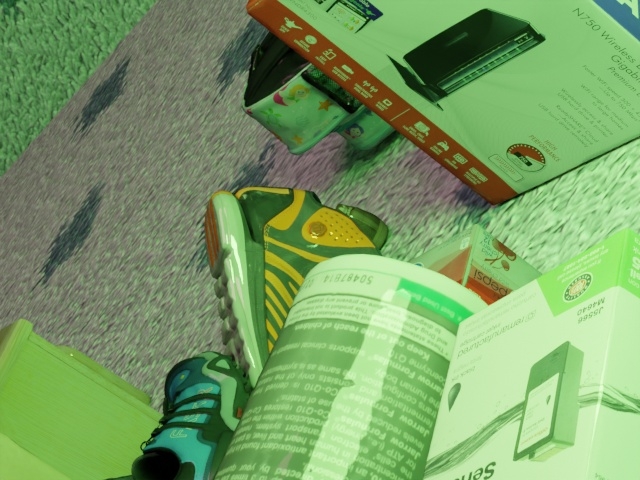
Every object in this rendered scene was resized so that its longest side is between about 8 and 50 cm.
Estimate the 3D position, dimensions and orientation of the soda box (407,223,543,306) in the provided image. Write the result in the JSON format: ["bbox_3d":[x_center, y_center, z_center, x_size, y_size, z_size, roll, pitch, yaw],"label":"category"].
[{"bbox_3d":[0.086,0.085,1.668,0.263,0.092,0.083,-32,31,45],"label":"soda box"}]

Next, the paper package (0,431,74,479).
[{"bbox_3d":[-0.308,0.397,1.728,0.168,0.309,0.325,-26,34,56],"label":"paper package"}]

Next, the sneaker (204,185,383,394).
[{"bbox_3d":[-0.010,0.087,1.839,0.124,0.180,0.321,126,137,-67],"label":"sneaker"}]

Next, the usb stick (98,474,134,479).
[{"bbox_3d":[-0.166,0.264,1.733,0.045,0.278,0.077,-44,68,23],"label":"usb stick"}]

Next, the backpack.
[{"bbox_3d":[0.028,-0.222,2.133,0.253,0.191,0.225,-36,24,25],"label":"backpack"}]

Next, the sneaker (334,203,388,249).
[{"bbox_3d":[0.000,0.000,2.018,0.188,0.071,0.066,-29,33,49],"label":"sneaker"}]

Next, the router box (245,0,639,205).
[{"bbox_3d":[0.148,-0.201,1.633,0.301,0.335,0.082,-28,32,50],"label":"router box"}]

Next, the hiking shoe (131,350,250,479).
[{"bbox_3d":[-0.127,0.192,1.718,0.304,0.132,0.113,-138,40,-67],"label":"hiking shoe"}]

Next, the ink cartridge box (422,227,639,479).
[{"bbox_3d":[0.183,0.155,1.313,0.198,0.115,0.273,-34,29,43],"label":"ink cartridge box"}]

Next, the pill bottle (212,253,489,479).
[{"bbox_3d":[0.016,0.209,1.467,0.204,0.204,0.361,-24,35,53],"label":"pill bottle"}]

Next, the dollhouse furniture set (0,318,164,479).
[{"bbox_3d":[-0.380,0.278,2.147,0.394,0.256,0.362,-26,34,52],"label":"dollhouse furniture set"}]
